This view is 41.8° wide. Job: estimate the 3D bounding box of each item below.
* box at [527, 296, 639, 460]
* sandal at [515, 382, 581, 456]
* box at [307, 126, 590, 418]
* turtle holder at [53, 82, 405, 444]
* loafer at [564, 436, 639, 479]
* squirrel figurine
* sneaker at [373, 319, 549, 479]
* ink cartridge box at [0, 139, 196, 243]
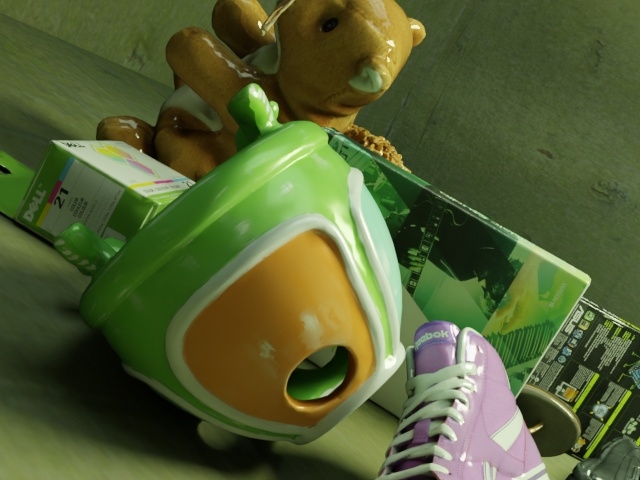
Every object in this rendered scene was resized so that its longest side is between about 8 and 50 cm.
[{"bbox_3d":[0.360,0.191,1.104,0.184,0.191,0.045,27,11,-6],"label":"box"},{"bbox_3d":[0.190,0.189,0.961,0.219,0.090,0.060,31,27,1],"label":"sandal"},{"bbox_3d":[0.086,0.056,0.899,0.322,0.232,0.058,31,15,10],"label":"box"},{"bbox_3d":[-0.060,0.043,0.689,0.227,0.243,0.320,49,-27,-1],"label":"turtle holder"},{"bbox_3d":[0.334,0.279,0.950,0.078,0.076,0.223,40,19,27],"label":"loafer"},{"bbox_3d":[-0.015,-0.140,1.070,0.397,0.370,0.281,56,30,-11],"label":"squirrel figurine"},{"bbox_3d":[0.077,0.142,0.612,0.282,0.102,0.161,5,67,-64],"label":"sneaker"},{"bbox_3d":[-0.272,-0.070,0.918,0.255,0.097,0.189,31,10,4],"label":"ink cartridge box"}]
